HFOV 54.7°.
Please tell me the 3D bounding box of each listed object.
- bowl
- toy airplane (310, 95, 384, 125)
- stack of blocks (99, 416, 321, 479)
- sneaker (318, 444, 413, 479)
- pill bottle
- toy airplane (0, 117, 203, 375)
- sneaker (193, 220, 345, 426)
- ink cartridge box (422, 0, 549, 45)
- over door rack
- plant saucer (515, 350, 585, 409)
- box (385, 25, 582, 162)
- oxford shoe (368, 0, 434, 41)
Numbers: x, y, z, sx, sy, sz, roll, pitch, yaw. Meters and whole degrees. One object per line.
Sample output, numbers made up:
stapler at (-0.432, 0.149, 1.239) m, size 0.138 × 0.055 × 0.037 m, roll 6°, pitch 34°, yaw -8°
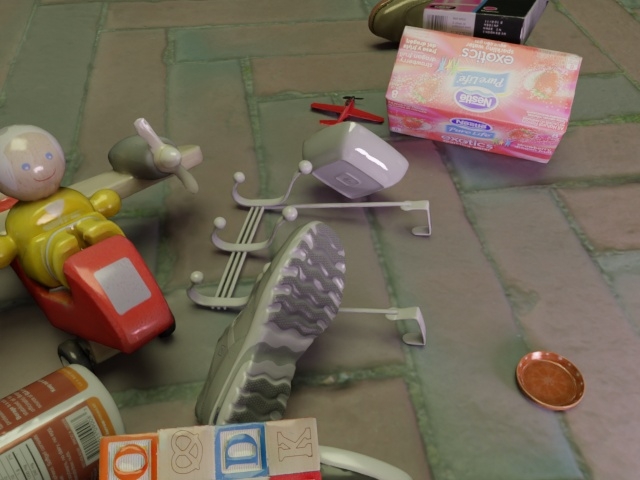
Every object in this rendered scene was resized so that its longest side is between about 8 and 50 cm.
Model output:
bowl at (0.049, -0.116, 0.967) m, size 0.142 × 0.142 × 0.053 m, roll 30°, pitch 64°, yaw -29°
toy airplane at (0.043, -0.241, 1.185) m, size 0.151 × 0.028 × 0.151 m, roll 2°, pitch 44°, yaw -2°
stack of blocks at (-0.080, 0.299, 0.479) m, size 0.171 × 0.087 × 0.297 m, roll -2°, pitch 70°, yaw -13°
sneaker at (-0.057, 0.281, 0.594) m, size 0.295 × 0.105 × 0.147 m, roll 1°, pitch 48°, yaw 4°
pill bottle at (-0.311, 0.221, 0.603) m, size 0.121 × 0.121 × 0.216 m, roll 35°, pitch 43°, yaw 30°
toy airplane at (-0.354, -0.032, 0.776) m, size 0.384 × 0.272 × 0.386 m, roll 2°, pitch 40°, yaw -2°
sneaker at (-0.069, 0.097, 0.715) m, size 0.115 × 0.105 × 0.281 m, roll 9°, pitch 65°, yaw 47°
ink cartridge box at (0.331, -0.451, 1.192) m, size 0.175 × 0.069 × 0.371 m, roll 13°, pitch 34°, yaw 21°
over door rack at (0.000, 0.000, 0.878) m, size 0.324 × 0.108 × 0.240 m, roll 8°, pitch 45°, yaw 6°
plant saucer at (0.286, 0.175, 0.773) m, size 0.083 × 0.013 × 0.083 m, roll 2°, pitch 43°, yaw -1°
box at (0.276, -0.253, 1.083) m, size 0.299 × 0.154 × 0.142 m, roll 14°, pitch 80°, yaw 11°
oxford shoe at (0.284, -0.487, 1.385) m, size 0.348 × 0.123 × 0.130 m, roll -7°, pitch 47°, yaw -9°
